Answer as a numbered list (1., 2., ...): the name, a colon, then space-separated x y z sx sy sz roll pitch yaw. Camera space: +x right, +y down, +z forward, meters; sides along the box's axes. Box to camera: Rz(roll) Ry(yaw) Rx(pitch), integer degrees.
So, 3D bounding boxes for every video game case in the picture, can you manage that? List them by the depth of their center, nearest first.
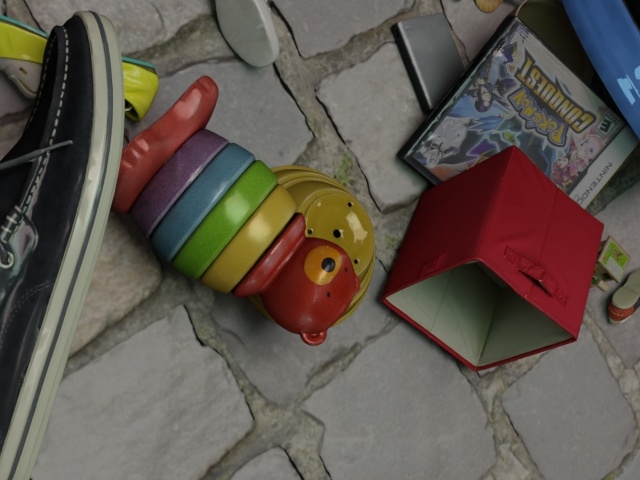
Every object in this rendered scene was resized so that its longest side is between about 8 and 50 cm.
1. video game case: 0.287 -0.133 1.349 0.275 0.035 0.248 37 94 -19

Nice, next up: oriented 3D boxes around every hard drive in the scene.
1. hard drive: 0.165 -0.260 1.387 0.094 0.022 0.135 -20 89 -34

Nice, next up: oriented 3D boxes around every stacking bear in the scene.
1. stacking bear: -0.084 -0.009 1.053 0.289 0.164 0.175 40 53 -3

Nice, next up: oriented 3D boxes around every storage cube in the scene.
1. storage cube: 0.225 0.028 1.246 0.183 0.215 0.193 37 55 -18

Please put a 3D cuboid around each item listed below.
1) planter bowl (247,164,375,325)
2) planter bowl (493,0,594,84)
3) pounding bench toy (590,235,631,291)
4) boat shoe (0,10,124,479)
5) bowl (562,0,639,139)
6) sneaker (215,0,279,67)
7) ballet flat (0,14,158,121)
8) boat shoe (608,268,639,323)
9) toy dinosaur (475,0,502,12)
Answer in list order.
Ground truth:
1. planter bowl: 0.000 0.000 1.179 0.217 0.090 0.217 8 75 -30
2. planter bowl: 0.315 -0.272 1.432 0.162 0.109 0.162 8 75 -30
3. pounding bench toy: 0.417 0.045 1.442 0.052 0.065 0.083 43 60 -17
4. boat shoe: -0.306 0.000 0.923 0.156 0.186 0.501 18 80 -23
5. bowl: 0.499 -0.265 1.458 0.391 0.077 0.391 40 33 -33
6. sneaker: -0.094 -0.326 1.216 0.094 0.080 0.212 -29 93 -45
7. ballet flat: -0.290 -0.188 1.059 0.230 0.077 0.077 14 85 -30
8. boat shoe: 0.497 0.085 1.498 0.137 0.049 0.043 -31 137 -36
9. toy dinosaur: 0.271 -0.401 1.483 0.183 0.053 0.093 -2 94 -25
